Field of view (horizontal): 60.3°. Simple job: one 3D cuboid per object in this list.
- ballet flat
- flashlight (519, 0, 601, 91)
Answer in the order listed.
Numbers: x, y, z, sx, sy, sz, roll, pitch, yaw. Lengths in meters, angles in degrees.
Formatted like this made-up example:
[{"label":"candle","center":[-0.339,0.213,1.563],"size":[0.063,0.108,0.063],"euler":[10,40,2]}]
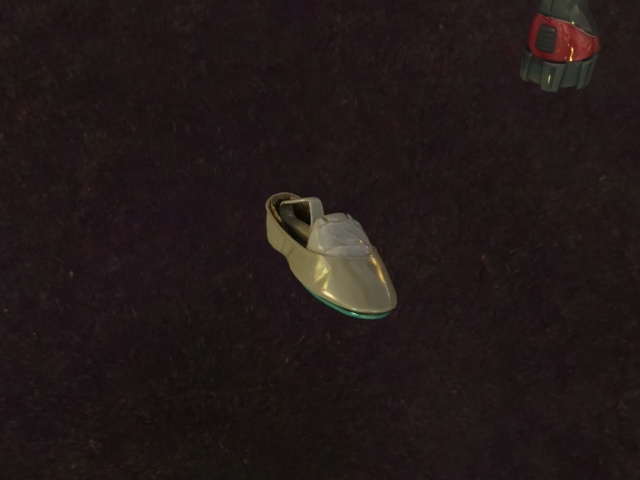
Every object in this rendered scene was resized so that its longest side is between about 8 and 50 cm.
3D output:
[{"label":"ballet flat","center":[0.000,0.000,0.583],"size":[0.086,0.248,0.086],"euler":[-9,111,-25]},{"label":"flashlight","center":[0.322,-0.342,0.682],"size":[0.103,0.304,0.103],"euler":[-2,44,4]}]
